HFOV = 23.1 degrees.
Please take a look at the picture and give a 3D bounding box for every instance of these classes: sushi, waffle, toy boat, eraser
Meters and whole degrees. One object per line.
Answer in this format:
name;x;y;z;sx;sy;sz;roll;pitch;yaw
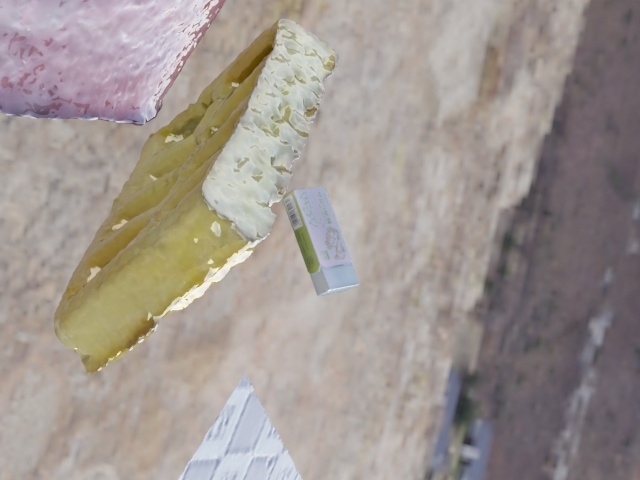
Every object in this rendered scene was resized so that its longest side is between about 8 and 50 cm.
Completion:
sushi;-0.124;0.267;1.278;0.292;0.059;0.294;-56;155;-22
waffle;-0.083;-0.039;1.071;0.057;0.168;0.274;43;33;-16
toy boat;-0.083;-0.186;0.569;0.206;0.096;0.282;6;116;-43
eraser;0.000;0.000;1.208;0.038;0.019;0.083;-10;75;-48
